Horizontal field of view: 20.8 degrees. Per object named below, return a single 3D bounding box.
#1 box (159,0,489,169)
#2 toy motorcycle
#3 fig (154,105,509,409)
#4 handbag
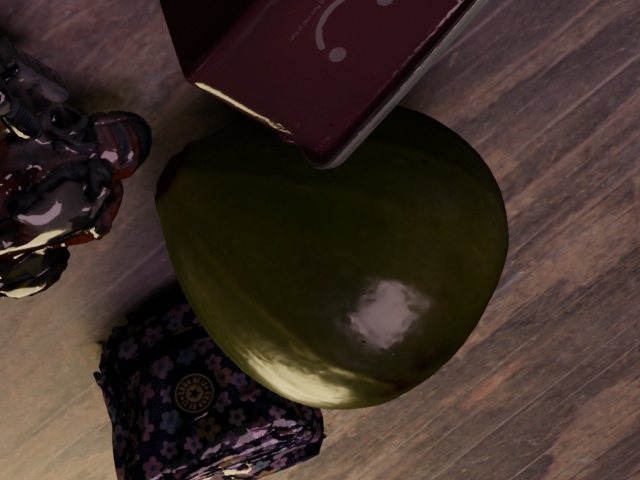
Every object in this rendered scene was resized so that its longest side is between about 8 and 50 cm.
[{"bbox_3d":[0.006,-0.226,1.433,0.167,0.193,0.294,24,120,-34],"label":"box"},{"bbox_3d":[-0.268,-0.092,1.465,0.207,0.134,0.401,-29,143,3],"label":"toy motorcycle"},{"bbox_3d":[0.000,0.000,1.607,0.316,0.316,0.316,-15,140,-13],"label":"fig"},{"bbox_3d":[-0.115,0.147,1.762,0.229,0.207,0.127,-21,156,4],"label":"handbag"}]
